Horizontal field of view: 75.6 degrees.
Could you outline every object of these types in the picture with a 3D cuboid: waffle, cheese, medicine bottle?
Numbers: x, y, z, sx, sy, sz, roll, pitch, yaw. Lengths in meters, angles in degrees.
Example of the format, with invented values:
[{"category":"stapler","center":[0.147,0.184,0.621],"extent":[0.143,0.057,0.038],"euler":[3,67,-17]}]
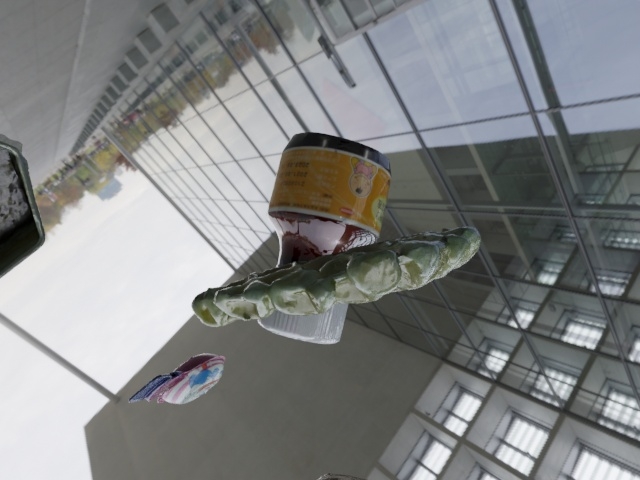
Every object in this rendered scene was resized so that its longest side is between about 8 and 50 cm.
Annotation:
[{"category":"waffle","center":[0.029,0.038,0.474],"extent":[0.291,0.056,0.309],"euler":[-14,177,31]},{"category":"cheese","center":[-0.270,0.279,0.815],"extent":[0.155,0.062,0.244],"euler":[-41,162,4]},{"category":"medicine bottle","center":[0.000,0.000,0.839],"extent":[0.242,0.242,0.396],"euler":[7,-96,54]}]

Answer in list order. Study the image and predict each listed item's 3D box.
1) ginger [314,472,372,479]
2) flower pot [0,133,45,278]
[{"category":"ginger","center":[0.058,0.497,0.806],"extent":[0.213,0.137,0.074],"euler":[1,-126,30]},{"category":"flower pot","center":[-0.485,-0.051,0.523],"extent":[0.209,0.240,0.189],"euler":[-16,-159,-32]}]
